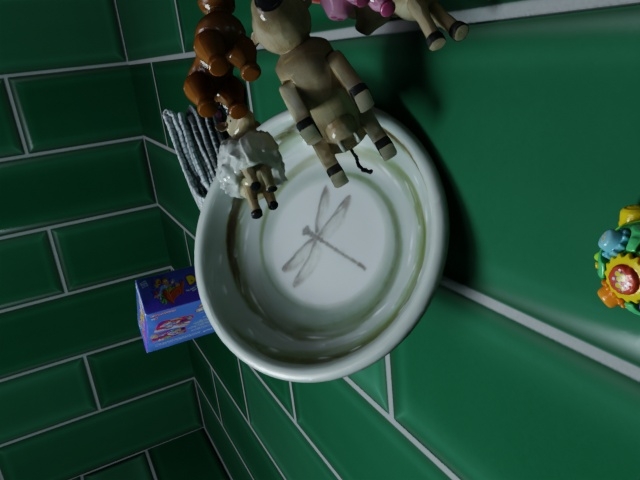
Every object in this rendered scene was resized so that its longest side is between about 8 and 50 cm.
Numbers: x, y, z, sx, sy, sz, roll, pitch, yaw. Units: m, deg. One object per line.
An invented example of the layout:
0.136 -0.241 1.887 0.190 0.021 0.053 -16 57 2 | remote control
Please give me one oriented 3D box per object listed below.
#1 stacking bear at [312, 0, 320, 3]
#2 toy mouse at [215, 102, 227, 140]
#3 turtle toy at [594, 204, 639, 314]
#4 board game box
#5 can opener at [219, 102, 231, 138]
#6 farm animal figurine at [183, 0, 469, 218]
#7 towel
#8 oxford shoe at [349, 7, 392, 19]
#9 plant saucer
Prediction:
-0.055 -0.480 0.739 0.175 0.164 0.289 109 144 -51 | stacking bear
-0.289 -0.319 1.472 0.143 0.031 0.161 65 154 20 | toy mouse
0.272 0.027 0.431 0.130 0.066 0.095 22 123 61 | turtle toy
-0.214 0.121 1.189 0.078 0.347 0.233 65 154 21 | board game box
-0.194 -0.275 1.286 0.059 0.073 0.186 11 125 20 | can opener
0.009 -0.210 0.614 0.326 0.331 0.172 82 166 -57 | farm animal figurine
-0.277 -0.178 1.380 0.235 0.121 0.283 92 156 -69 | towel
0.063 -0.358 0.619 0.227 0.096 0.082 104 147 -43 | oxford shoe
0.000 0.000 0.797 0.401 0.101 0.400 -7 76 28 | plant saucer
